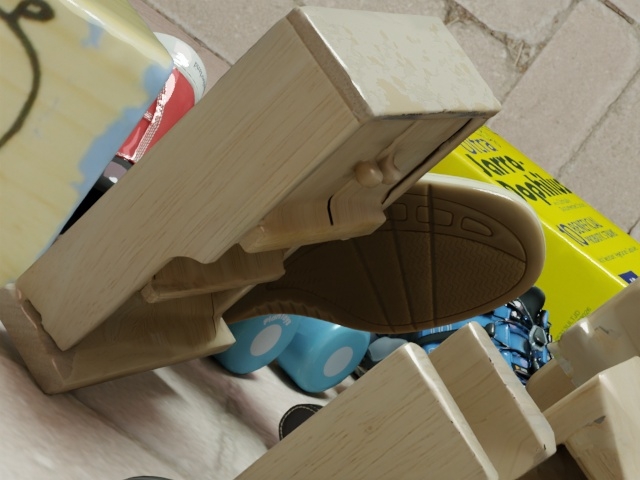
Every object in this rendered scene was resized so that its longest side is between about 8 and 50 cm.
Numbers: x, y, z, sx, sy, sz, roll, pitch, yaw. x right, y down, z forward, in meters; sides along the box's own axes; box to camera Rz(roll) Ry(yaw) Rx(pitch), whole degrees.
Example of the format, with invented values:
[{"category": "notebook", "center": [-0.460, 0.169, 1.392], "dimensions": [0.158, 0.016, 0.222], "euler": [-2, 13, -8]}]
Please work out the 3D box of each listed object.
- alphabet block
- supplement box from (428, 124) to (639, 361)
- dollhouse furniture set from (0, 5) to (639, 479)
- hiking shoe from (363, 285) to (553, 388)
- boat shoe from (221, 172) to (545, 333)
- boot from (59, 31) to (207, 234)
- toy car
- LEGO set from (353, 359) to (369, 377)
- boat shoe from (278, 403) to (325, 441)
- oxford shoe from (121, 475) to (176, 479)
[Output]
[{"category": "alphabet block", "center": [-0.232, -0.108, 0.918], "dimensions": [0.197, 0.192, 0.193], "euler": [31, 9, -31]}, {"category": "supplement box", "center": [0.132, 0.021, 1.415], "dimensions": [0.356, 0.195, 0.194], "euler": [39, 17, 15]}, {"category": "dollhouse furniture set", "center": [0.047, 0.111, 0.841], "dimensions": [0.394, 0.256, 0.362], "euler": [56, 29, 14]}, {"category": "hiking shoe", "center": [0.124, 0.091, 1.173], "dimensions": [0.113, 0.132, 0.304], "euler": [29, 8, -30]}, {"category": "boat shoe", "center": [0.000, 0.000, 1.046], "dimensions": [0.098, 0.302, 0.109], "euler": [-58, 139, -65]}, {"category": "boot", "center": [-0.224, -0.078, 1.145], "dimensions": [0.244, 0.176, 0.088], "euler": [7, -40, 23]}, {"category": "toy car", "center": [-0.031, -0.046, 1.218], "dimensions": [0.219, 0.238, 0.210], "euler": [43, 11, 32]}, {"category": "LEGO set", "center": [0.088, 0.119, 1.442], "dimensions": [0.244, 0.060, 0.182], "euler": [40, 5, 19]}, {"category": "boat shoe", "center": [0.010, 0.147, 0.983], "dimensions": [0.049, 0.056, 0.152], "euler": [37, 7, -40]}, {"category": "oxford shoe", "center": [-0.031, 0.174, 0.620], "dimensions": [0.227, 0.083, 0.096], "euler": [40, 16, 30]}]
